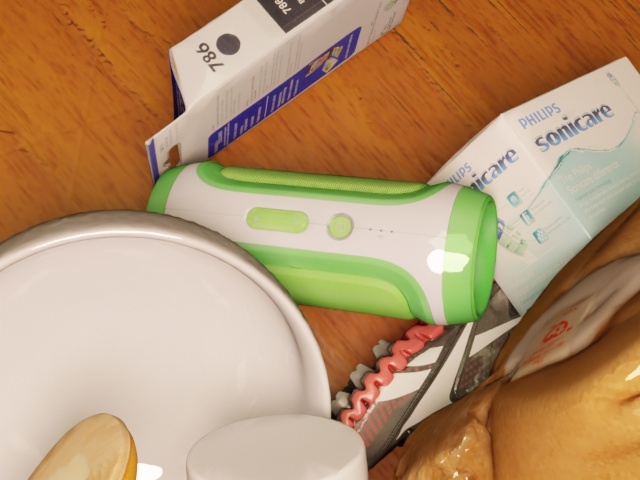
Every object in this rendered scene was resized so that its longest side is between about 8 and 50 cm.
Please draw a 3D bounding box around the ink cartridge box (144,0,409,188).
[{"bbox_3d":[-0.047,-0.179,0.953,0.332,0.165,0.065,-39,82,-16],"label":"ink cartridge box"}]

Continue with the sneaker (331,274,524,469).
[{"bbox_3d":[0.107,0.134,0.917,0.135,0.097,0.276,43,73,8],"label":"sneaker"}]

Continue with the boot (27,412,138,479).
[{"bbox_3d":[-0.152,0.289,0.779,0.211,0.104,0.295,25,89,-41],"label":"boot"}]

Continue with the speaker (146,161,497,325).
[{"bbox_3d":[0.000,0.000,0.884,0.296,0.131,0.131,6,73,19],"label":"speaker"}]

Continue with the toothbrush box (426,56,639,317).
[{"bbox_3d":[0.276,0.001,0.922,0.216,0.126,0.295,-28,80,-39],"label":"toothbrush box"}]

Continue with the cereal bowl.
[{"bbox_3d":[-0.166,0.125,0.828,0.339,0.141,0.339,-5,112,-12],"label":"cereal bowl"}]

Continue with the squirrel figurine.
[{"bbox_3d":[0.262,0.216,0.686,0.397,0.281,0.370,-43,93,9],"label":"squirrel figurine"}]

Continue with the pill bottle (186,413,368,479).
[{"bbox_3d":[-0.023,0.285,0.754,0.162,0.162,0.278,-5,103,-8],"label":"pill bottle"}]
